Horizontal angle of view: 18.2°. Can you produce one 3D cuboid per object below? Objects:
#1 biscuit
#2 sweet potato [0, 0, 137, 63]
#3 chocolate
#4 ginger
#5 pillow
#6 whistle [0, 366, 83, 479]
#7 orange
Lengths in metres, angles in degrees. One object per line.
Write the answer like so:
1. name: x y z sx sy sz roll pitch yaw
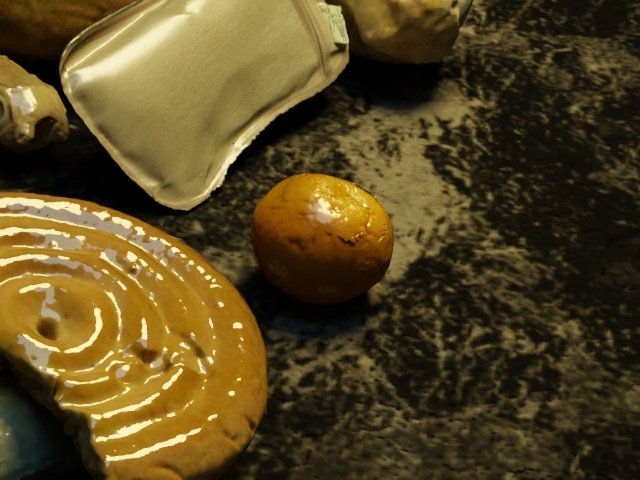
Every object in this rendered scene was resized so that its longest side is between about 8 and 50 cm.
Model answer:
1. biscuit: -0.099 0.041 0.981 0.144 0.033 0.224 -10 44 -32
2. sweet potato: -0.199 -0.168 1.320 0.310 0.098 0.124 28 28 21
3. chocolate: 0.007 -0.224 1.436 0.134 0.134 0.309 -12 37 -31
4. ginger: -0.228 -0.099 1.254 0.173 0.051 0.069 21 28 23
5. pillow: -0.067 -0.116 1.262 0.131 0.038 0.233 55 48 -13
6. whistle: -0.175 0.106 0.940 0.326 0.057 0.068 -22 46 -41
7. orange: 0.000 0.000 1.143 0.083 0.070 0.083 22 28 -12
